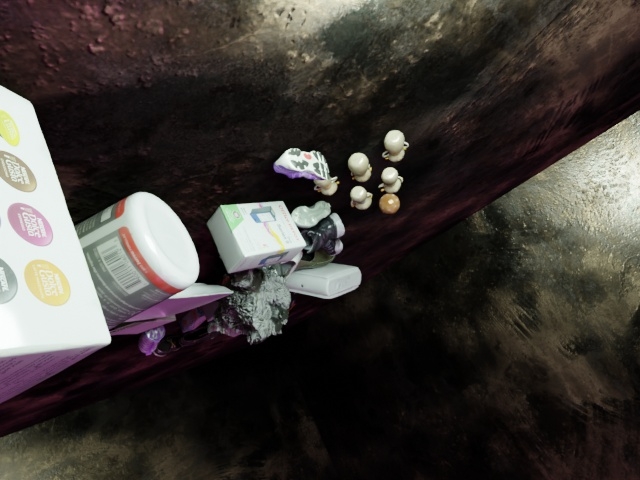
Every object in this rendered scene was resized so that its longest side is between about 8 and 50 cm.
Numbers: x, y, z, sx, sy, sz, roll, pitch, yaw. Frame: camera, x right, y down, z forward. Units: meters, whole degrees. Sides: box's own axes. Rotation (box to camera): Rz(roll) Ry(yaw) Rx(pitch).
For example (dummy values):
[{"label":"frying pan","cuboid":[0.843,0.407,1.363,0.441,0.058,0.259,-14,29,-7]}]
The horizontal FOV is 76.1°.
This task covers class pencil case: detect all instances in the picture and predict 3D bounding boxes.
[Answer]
[{"label":"pencil case","cuboid":[-0.704,0.409,1.703,0.086,0.088,0.206,-13,160,-35]}]

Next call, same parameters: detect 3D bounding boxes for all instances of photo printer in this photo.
[{"label":"photo printer","cuboid":[-0.016,0.161,1.777,0.307,0.107,0.256,6,-169,38]}]

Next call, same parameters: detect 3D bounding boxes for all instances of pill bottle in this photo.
[{"label":"pill bottle","cuboid":[-0.448,0.074,0.808,0.362,0.210,0.210,-27,165,4]}]

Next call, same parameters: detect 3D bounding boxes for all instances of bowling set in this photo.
[{"label":"bowling set","cuboid":[0.139,-0.142,1.115,0.286,0.200,0.154,-25,166,9]}]

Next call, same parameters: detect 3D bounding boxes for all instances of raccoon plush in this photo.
[{"label":"raccoon plush","cuboid":[-0.287,0.145,1.347,0.298,0.447,0.216,1,-153,33]}]

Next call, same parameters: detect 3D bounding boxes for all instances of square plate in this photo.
[{"label":"square plate","cuboid":[-0.484,0.174,1.137,0.343,0.049,0.347,-21,164,34]}]

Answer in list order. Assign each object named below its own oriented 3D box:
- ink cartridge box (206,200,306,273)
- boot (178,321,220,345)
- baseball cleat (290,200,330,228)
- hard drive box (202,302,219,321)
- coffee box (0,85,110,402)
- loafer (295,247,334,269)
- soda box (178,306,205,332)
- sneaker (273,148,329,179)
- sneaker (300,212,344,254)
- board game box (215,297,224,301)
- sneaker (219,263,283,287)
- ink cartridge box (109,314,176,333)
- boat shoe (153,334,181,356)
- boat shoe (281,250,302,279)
[{"label":"ink cartridge box","cuboid":[-0.166,-0.015,1.082,0.212,0.155,0.093,-8,154,-47]},{"label":"boot","cuboid":[-0.557,0.443,1.967,0.262,0.091,0.229,-21,173,-33]},{"label":"baseball cleat","cuboid":[-0.044,-0.062,1.240,0.109,0.072,0.205,-37,172,34]},{"label":"hard drive box","cuboid":[-0.358,0.239,1.717,0.232,0.089,0.181,-37,161,34]},{"label":"coffee box","cuboid":[-0.472,0.019,0.345,0.338,0.338,0.334,-29,165,7]},{"label":"loafer","cuboid":[-0.029,0.064,1.677,0.251,0.095,0.087,-15,165,-36]},{"label":"soda box","cuboid":[-0.547,0.338,1.786,0.062,0.058,0.183,-9,156,-49]},{"label":"sneaker","cuboid":[-0.043,-0.176,0.973,0.071,0.069,0.169,-19,163,39]},{"label":"sneaker","cuboid":[0.000,0.000,1.519,0.152,0.101,0.269,-23,158,-12]},{"label":"board game box","cuboid":[-0.435,0.207,1.494,0.126,0.026,0.186,2,176,23]},{"label":"sneaker","cuboid":[-0.251,0.145,1.503,0.275,0.135,0.097,-29,166,15]},{"label":"ink cartridge box","cuboid":[-0.638,0.281,1.408,0.171,0.056,0.235,-19,166,9]},{"label":"boat shoe","cuboid":[-0.734,0.505,1.993,0.068,0.081,0.227,-32,171,8]},{"label":"boat shoe","cuboid":[-0.173,0.125,1.581,0.098,0.096,0.277,31,127,-17]}]
